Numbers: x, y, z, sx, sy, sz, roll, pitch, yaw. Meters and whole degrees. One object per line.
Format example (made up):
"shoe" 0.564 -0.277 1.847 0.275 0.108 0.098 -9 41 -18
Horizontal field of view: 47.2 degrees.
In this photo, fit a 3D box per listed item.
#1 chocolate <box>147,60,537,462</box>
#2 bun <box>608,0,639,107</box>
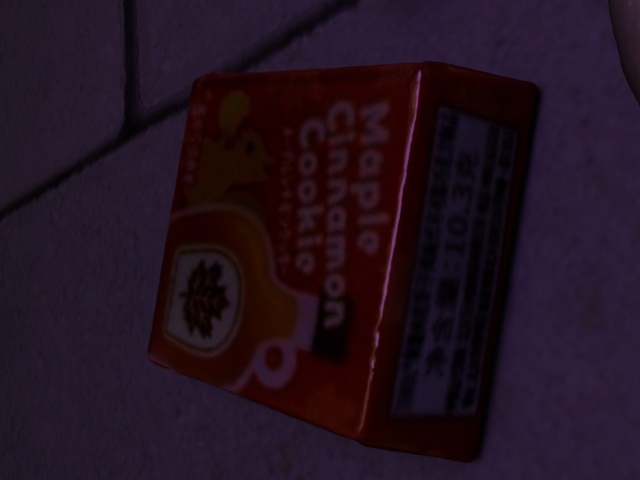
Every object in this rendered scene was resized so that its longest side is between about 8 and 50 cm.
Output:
"chocolate" 0.000 0.000 0.482 0.235 0.108 0.237 10 88 42
"bun" 0.229 -0.092 0.266 0.231 0.133 0.230 -1 88 38
